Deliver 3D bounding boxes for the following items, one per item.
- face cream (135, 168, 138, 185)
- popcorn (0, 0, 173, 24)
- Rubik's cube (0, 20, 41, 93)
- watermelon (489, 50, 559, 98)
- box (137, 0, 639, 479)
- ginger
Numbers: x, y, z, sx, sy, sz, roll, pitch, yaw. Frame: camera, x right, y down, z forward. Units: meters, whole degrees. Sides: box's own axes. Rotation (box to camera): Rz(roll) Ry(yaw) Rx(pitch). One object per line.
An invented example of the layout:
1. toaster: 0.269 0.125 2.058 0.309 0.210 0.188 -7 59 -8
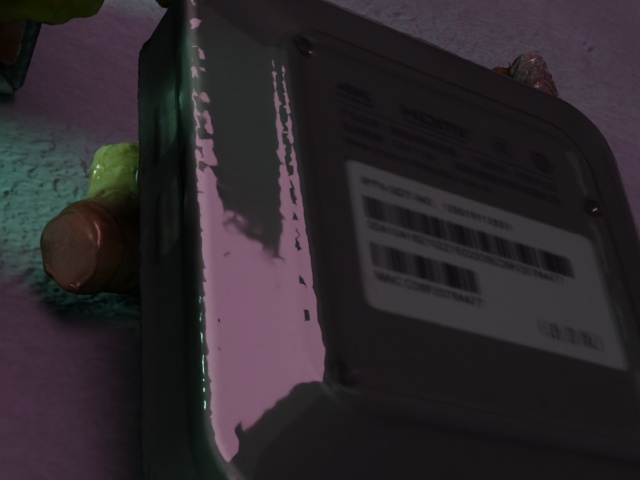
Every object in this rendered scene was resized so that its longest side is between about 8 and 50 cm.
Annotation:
1. face cream: 0.000 0.000 0.824 0.285 0.067 0.139 38 35 -15
2. popcorn: -0.192 -0.248 0.714 0.266 0.192 0.233 26 65 -24
3. Rubik's cube: -0.356 -0.301 0.899 0.255 0.259 0.260 9 31 -30
4. watermelon: 0.228 -0.160 1.262 0.071 0.139 0.187 -24 50 -12
5. box: 0.073 0.026 0.732 0.396 0.111 0.396 15 51 -32
6. ginger: -0.145 -0.015 0.799 0.095 0.069 0.190 17 31 -9
